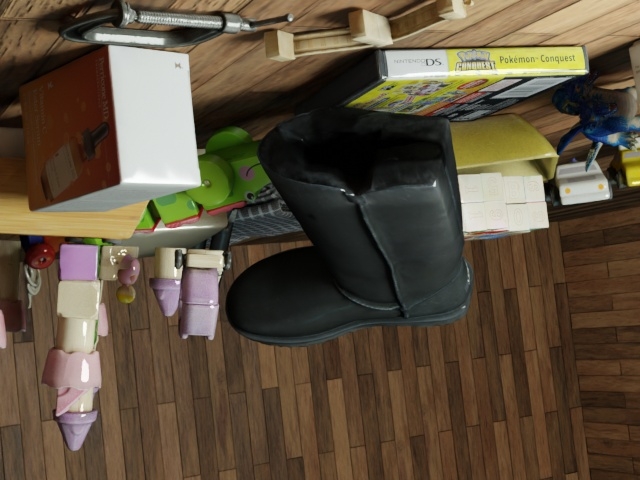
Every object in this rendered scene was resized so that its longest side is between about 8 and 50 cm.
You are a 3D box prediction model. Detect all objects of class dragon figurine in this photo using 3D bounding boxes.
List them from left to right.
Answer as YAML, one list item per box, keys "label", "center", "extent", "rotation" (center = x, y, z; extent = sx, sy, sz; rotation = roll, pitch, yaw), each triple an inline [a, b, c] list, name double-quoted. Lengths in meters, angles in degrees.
- label: "dragon figurine"
  center: [0.350, -0.159, 1.366]
  extent: [0.144, 0.085, 0.289]
  rotation: [-4, 171, -7]

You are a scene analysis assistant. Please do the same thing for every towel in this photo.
- label: "towel"
  center: [-0.133, -0.058, 1.842]
  extent: [0.235, 0.121, 0.284]
  rotation: [-9, 175, 19]

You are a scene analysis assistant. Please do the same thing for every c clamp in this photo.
- label: "c clamp"
  center: [-0.126, -0.178, 0.852]
  extent: [0.161, 0.022, 0.137]
  rotation: [-5, -179, -34]

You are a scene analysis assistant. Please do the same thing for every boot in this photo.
- label: "boot"
  center: [0.002, -0.001, 1.312]
  extent: [0.367, 0.146, 0.445]
  rotation: [-9, 158, 9]

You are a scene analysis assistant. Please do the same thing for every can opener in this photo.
- label: "can opener"
  center: [-0.181, -0.012, 1.681]
  extent: [0.074, 0.280, 0.093]
  rotation: [16, -141, -1]

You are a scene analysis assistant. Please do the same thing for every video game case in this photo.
- label: "video game case"
  center: [0.128, -0.174, 1.204]
  extent: [0.248, 0.035, 0.275]
  rotation: [-5, 177, -20]

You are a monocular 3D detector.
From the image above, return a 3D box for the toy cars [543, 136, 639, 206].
- label: "toy cars"
  center: [0.512, -0.129, 1.854]
  extent: [0.394, 0.087, 0.176]
  rotation: [-14, -172, -43]

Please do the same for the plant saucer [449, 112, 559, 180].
- label: "plant saucer"
  center: [0.198, -0.128, 1.640]
  extent: [0.333, 0.080, 0.333]
  rotation: [-7, 175, 11]

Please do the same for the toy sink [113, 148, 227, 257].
- label: "toy sink"
  center: [-0.258, -0.056, 1.597]
  extent: [0.153, 0.131, 0.234]
  rotation: [-4, 171, -25]

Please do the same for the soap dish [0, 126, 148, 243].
- label: "soap dish"
  center: [-0.353, -0.060, 1.162]
  extent: [0.291, 0.118, 0.229]
  rotation: [3, 179, -30]

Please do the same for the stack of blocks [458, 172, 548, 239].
- label: "stack of blocks"
  center: [0.211, -0.048, 1.602]
  extent: [0.297, 0.087, 0.171]
  rotation: [-3, 175, -33]

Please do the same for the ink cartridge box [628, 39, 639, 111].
- label: "ink cartridge box"
  center: [0.433, -0.126, 1.135]
  extent: [0.153, 0.208, 0.087]
  rotation: [-5, 173, -30]

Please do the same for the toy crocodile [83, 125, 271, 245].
- label: "toy crocodile"
  center: [-0.180, -0.065, 1.365]
  extent: [0.341, 0.105, 0.115]
  rotation: [-15, -155, 17]

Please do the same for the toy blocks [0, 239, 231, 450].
- label: "toy blocks"
  center: [-0.278, 0.134, 1.263]
  extent: [0.309, 0.260, 0.288]
  rotation: [3, 179, -10]

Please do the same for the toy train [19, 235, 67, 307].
- label: "toy train"
  center: [-0.370, -0.013, 1.513]
  extent: [0.143, 0.105, 0.248]
  rotation: [-16, 136, -23]

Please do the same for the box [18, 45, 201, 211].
- label: "box"
  center: [-0.206, -0.102, 1.001]
  extent: [0.091, 0.130, 0.170]
  rotation: [-2, 173, -43]

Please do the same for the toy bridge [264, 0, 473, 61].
- label: "toy bridge"
  center: [0.046, -0.188, 0.919]
  extent: [0.188, 0.026, 0.063]
  rotation: [-8, 178, 27]
